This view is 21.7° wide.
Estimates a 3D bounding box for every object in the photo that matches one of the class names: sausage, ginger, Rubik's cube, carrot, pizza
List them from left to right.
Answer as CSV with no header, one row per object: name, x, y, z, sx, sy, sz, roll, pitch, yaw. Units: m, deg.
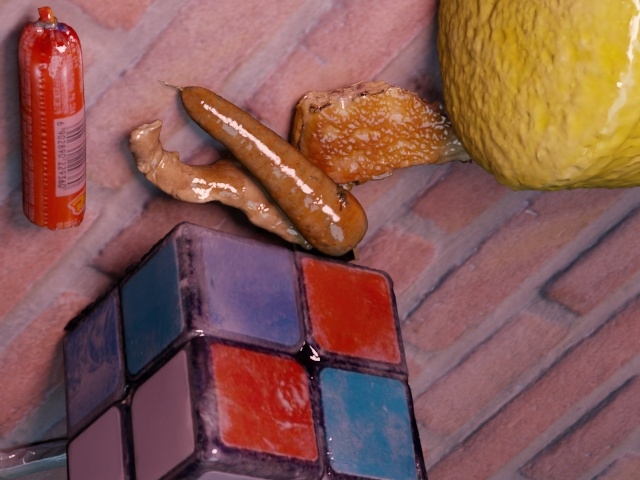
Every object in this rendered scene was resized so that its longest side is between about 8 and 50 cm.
sausage,-0.291,-0.134,1.809,0.074,0.074,0.274,-8,134,-14
ginger,-0.105,-0.066,1.943,0.288,0.089,0.075,27,145,-27
Rubik's cube,-0.099,0.205,1.984,0.313,0.318,0.316,15,143,-33
carrot,-0.064,-0.094,1.901,0.298,0.078,0.078,41,110,-17
pizza,0.068,-0.132,1.953,0.226,0.069,0.147,-16,127,5

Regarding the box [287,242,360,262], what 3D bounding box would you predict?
box,0.000,0.000,2.072,0.083,0.035,0.079,-19,135,-4

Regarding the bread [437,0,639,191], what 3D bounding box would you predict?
bread,0.311,-0.223,1.786,0.308,0.348,0.348,-1,132,-34

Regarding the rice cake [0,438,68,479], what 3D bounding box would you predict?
rice cake,-0.344,0.280,2.205,0.180,0.030,0.042,-10,147,-12
